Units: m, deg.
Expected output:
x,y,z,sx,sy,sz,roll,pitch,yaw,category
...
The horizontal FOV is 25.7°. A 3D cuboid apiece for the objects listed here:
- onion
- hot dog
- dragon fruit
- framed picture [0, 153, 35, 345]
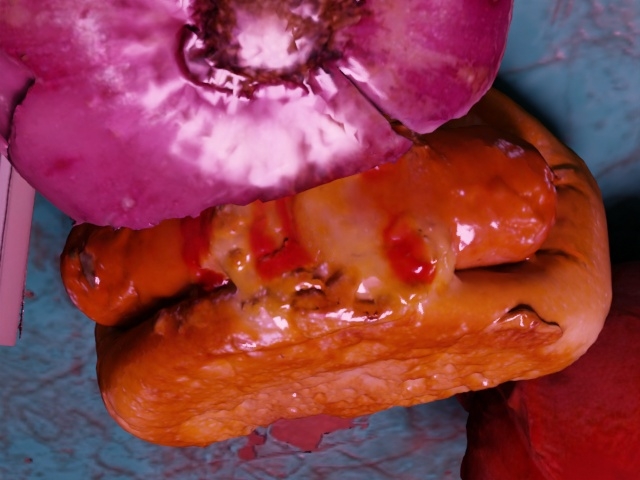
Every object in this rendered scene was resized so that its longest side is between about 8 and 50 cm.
x,y,z,sx,sy,sz,roll,pitch,yaw,category
-0.037,-0.113,0.512,0.207,0.201,0.200,-4,137,18,onion
0.000,0.000,0.649,0.256,0.150,0.153,-13,143,12,hot dog
0.196,0.117,0.721,0.241,0.252,0.241,-8,112,-21,dragon fruit
-0.261,-0.025,0.648,0.260,0.023,0.189,6,137,-14,framed picture
